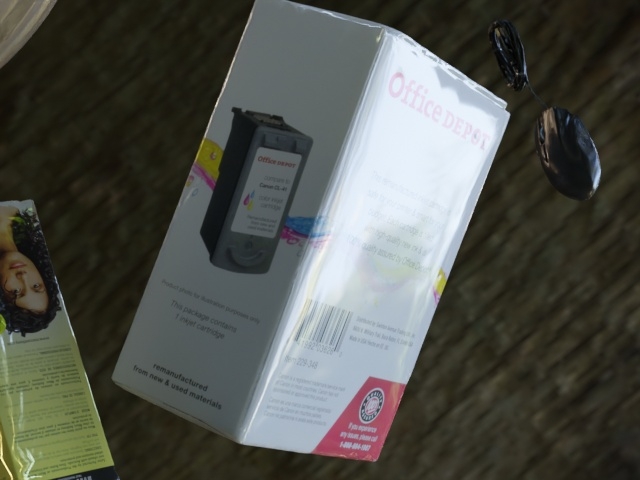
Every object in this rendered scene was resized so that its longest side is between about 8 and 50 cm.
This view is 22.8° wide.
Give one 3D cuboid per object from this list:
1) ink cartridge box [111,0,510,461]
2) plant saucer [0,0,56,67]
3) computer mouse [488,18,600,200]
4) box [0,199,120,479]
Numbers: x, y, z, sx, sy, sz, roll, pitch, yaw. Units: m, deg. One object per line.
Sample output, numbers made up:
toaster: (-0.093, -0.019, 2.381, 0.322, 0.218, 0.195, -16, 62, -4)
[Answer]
ink cartridge box: (0.000, 0.000, 1.199, 0.131, 0.306, 0.226, 19, -2, 31)
plant saucer: (-0.235, -0.180, 0.691, 0.278, 0.278, 0.041, 52, 5, -6)
computer mouse: (0.238, -0.145, 1.757, 0.242, 0.041, 0.071, 63, -26, 27)
box: (-0.230, 0.087, 1.187, 0.058, 0.087, 0.232, -34, -109, 46)
